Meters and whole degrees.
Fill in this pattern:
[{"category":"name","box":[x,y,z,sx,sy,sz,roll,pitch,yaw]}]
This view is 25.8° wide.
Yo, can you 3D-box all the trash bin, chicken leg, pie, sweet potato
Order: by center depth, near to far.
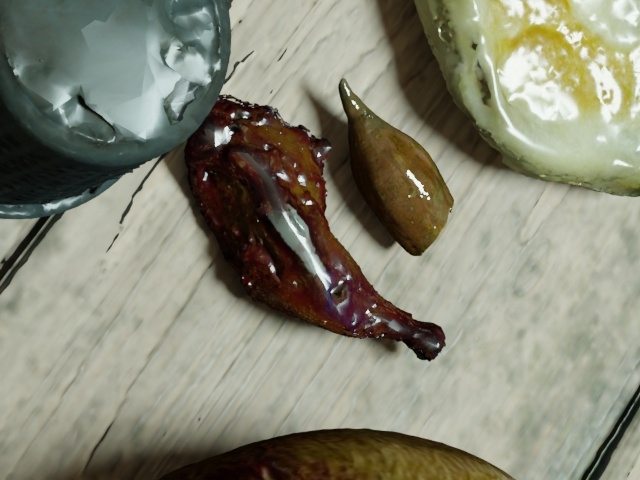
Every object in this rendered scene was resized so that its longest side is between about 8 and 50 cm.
[{"category":"trash bin","box":[-0.124,-0.096,0.679,0.175,0.161,0.176,-1,91,-30]},{"category":"chicken leg","box":[-0.006,0.003,0.807,0.093,0.053,0.205,-38,110,-29]},{"category":"sweet potato","box":[0.041,-0.047,0.828,0.049,0.049,0.117,-41,113,-21]},{"category":"pie","box":[0.191,-0.193,0.891,0.339,0.077,0.339,-3,96,-26]}]

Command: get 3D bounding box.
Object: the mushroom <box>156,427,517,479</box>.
[{"category":"mushroom","box":[-0.015,0.261,0.731,0.345,0.239,0.345,17,63,-36]}]
